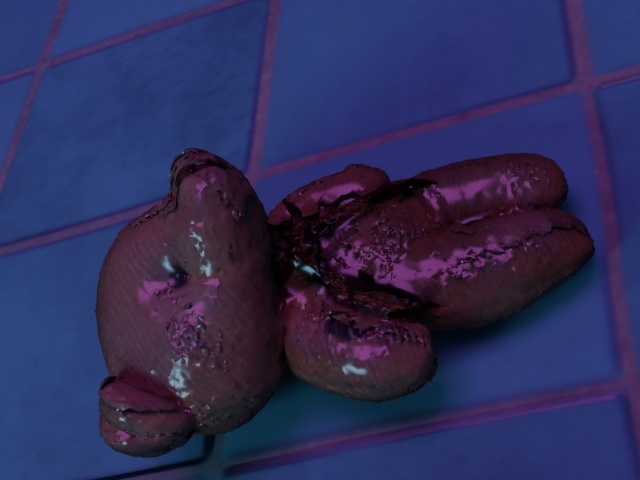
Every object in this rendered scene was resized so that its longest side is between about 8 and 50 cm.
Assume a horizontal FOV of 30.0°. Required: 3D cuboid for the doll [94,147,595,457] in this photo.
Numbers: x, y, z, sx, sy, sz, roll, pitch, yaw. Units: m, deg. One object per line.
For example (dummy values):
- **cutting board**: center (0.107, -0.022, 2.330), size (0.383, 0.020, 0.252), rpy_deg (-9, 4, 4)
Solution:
- **doll**: center (0.000, 0.000, 0.705), size (0.303, 0.156, 0.201), rpy_deg (-21, 35, 5)
